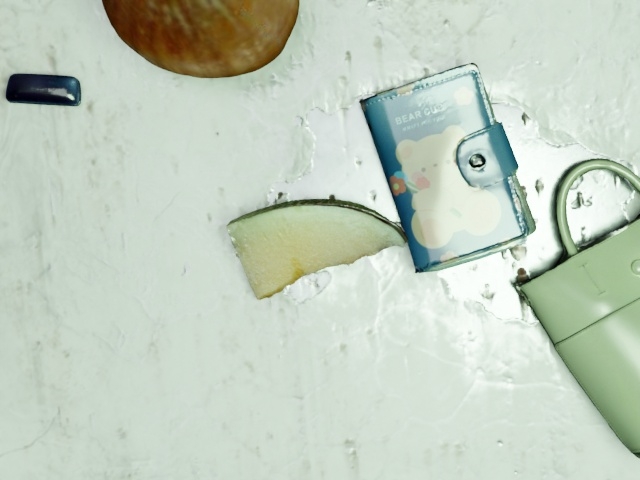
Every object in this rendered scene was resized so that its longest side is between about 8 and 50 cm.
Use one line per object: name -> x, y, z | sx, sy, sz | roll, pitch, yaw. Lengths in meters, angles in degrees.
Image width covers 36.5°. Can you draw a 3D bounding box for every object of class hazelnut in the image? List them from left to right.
hazelnut -> -0.125, -0.259, 0.971 | 0.214, 0.214, 0.176 | 19, 80, 1

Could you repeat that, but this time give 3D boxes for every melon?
melon -> -0.005, -0.006, 1.041 | 0.182, 0.054, 0.098 | -21, 101, 15

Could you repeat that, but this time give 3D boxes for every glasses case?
glasses case -> -0.307, -0.167, 1.070 | 0.083, 0.023, 0.034 | 3, 95, 2

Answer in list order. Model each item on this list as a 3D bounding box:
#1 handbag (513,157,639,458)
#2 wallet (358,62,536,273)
handbag -> 0.353, 0.059, 1.040 | 0.241, 0.109, 0.315 | -30, 78, 3
wallet -> 0.138, -0.076, 1.039 | 0.141, 0.059, 0.202 | -18, 91, 9
